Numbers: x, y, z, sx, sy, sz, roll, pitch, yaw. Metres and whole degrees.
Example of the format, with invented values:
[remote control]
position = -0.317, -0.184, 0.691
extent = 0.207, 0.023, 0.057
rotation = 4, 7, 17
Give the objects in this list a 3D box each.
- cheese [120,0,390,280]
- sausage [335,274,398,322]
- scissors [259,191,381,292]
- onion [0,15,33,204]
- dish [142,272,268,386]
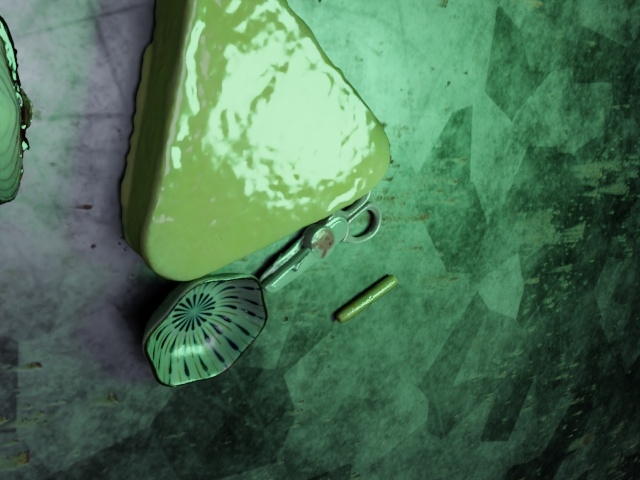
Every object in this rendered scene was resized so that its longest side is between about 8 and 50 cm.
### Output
[cheese]
position = -0.112, -0.107, 0.775
extent = 0.383, 0.104, 0.384
rotation = -14, 115, -32
[sausage]
position = 0.080, 0.100, 1.044
extent = 0.132, 0.024, 0.024
rotation = -33, 123, -24
[scissors]
position = 0.000, 0.000, 0.944
extent = 0.242, 0.030, 0.118
rotation = -42, 126, -22
[onion]
position = -0.357, -0.133, 0.595
extent = 0.098, 0.151, 0.206
rotation = -2, 98, -1
[dish]
position = -0.165, 0.107, 0.828
extent = 0.190, 0.066, 0.191
rotation = -27, 138, -27
